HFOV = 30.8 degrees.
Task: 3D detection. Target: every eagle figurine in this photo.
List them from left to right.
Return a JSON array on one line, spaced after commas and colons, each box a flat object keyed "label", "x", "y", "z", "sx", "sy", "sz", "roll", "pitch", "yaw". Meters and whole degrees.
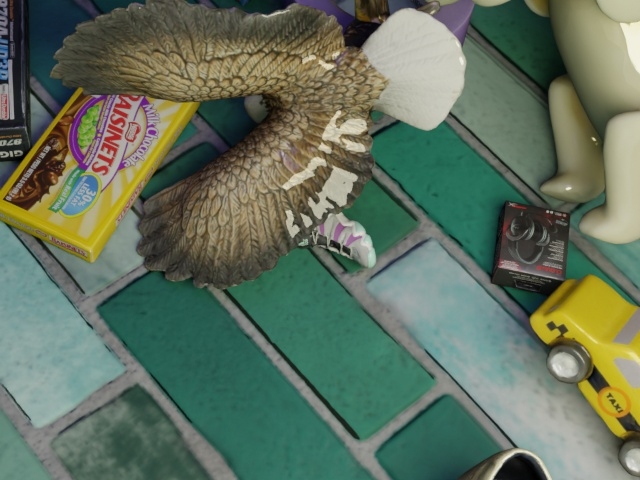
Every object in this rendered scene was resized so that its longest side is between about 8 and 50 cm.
[{"label": "eagle figurine", "x": -0.044, "y": -0.117, "z": 1.001, "sx": 0.298, "sy": 0.225, "sz": 0.226, "roll": -30, "pitch": 67, "yaw": -25}]

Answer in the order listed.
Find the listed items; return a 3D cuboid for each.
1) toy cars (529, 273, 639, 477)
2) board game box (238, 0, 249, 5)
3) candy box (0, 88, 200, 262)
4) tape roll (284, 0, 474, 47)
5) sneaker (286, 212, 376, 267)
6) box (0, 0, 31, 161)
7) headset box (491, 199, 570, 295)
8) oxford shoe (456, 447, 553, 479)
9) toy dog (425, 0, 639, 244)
[{"label": "toy cars", "x": 0.272, "y": 0.193, "z": 0.878, "sx": 0.176, "sy": 0.087, "sz": 0.394, "roll": 16, "pitch": 52, "yaw": -33}, {"label": "board game box", "x": -0.090, "y": -0.457, "z": 1.227, "sx": 0.302, "sy": 0.086, "sz": 0.308, "roll": 41, "pitch": 63, "yaw": -4}, {"label": "candy box", "x": -0.203, "y": -0.082, "z": 1.074, "sx": 0.105, "sy": 0.027, "sz": 0.206, "roll": 25, "pitch": 59, "yaw": 5}, {"label": "tape roll", "x": 0.057, "y": -0.237, "z": 1.167, "sx": 0.189, "sy": 0.080, "sz": 0.189, "roll": 2, "pitch": 57, "yaw": -4}, {"label": "sneaker", "x": 0.000, "y": 0.000, "z": 1.040, "sx": 0.069, "sy": 0.038, "sz": 0.098, "roll": -28, "pitch": 56, "yaw": -19}, {"label": "box", "x": -0.365, "y": -0.172, "z": 1.098, "sx": 0.175, "sy": 0.051, "sz": 0.220, "roll": -5, "pitch": 59, "yaw": -9}, {"label": "headset box", "x": 0.191, "y": 0.011, "z": 1.054, "sx": 0.062, "sy": 0.032, "sz": 0.083, "roll": 12, "pitch": 56, "yaw": 2}, {"label": "oxford shoe", "x": 0.127, "y": 0.333, "z": 0.777, "sx": 0.140, "sy": 0.146, "sz": 0.397, "roll": -1, "pitch": 58, "yaw": -7}, {"label": "toy dog", "x": 0.341, "y": -0.162, "z": 1.021, "sx": 0.395, "sy": 0.284, "sz": 0.408, "roll": -41, "pitch": 103, "yaw": -6}]
